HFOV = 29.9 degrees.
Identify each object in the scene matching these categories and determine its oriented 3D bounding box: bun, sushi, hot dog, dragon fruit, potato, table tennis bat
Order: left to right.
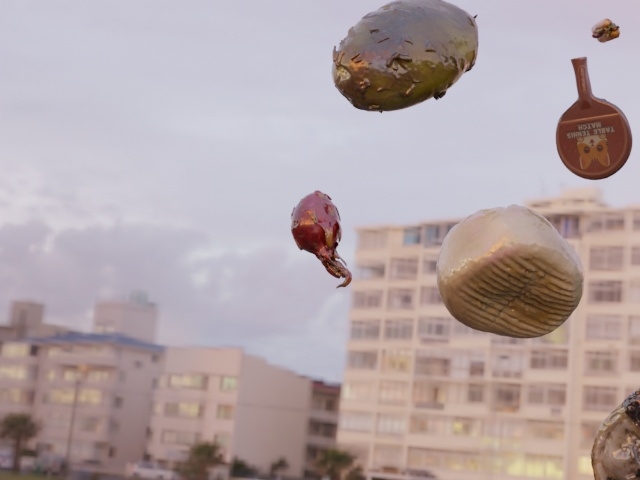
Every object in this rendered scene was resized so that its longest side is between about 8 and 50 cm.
[{"bbox_3d":[0.000,0.000,2.081,0.094,0.191,0.094,-13,-28,-7],"label":"dragon fruit"},{"bbox_3d":[0.120,-0.256,1.610,0.251,0.149,0.113,-31,-23,-27],"label":"potato"},{"bbox_3d":[0.247,0.035,1.543,0.193,0.128,0.178,27,-52,-25],"label":"bun"},{"bbox_3d":[0.394,-0.174,1.681,0.107,0.170,0.119,-8,5,31],"label":"table tennis bat"},{"bbox_3d":[0.433,-0.318,1.831,0.037,0.021,0.083,51,-2,-1],"label":"hot dog"},{"bbox_3d":[0.422,0.219,1.483,0.134,0.109,0.273,-18,-16,-37],"label":"sushi"}]
